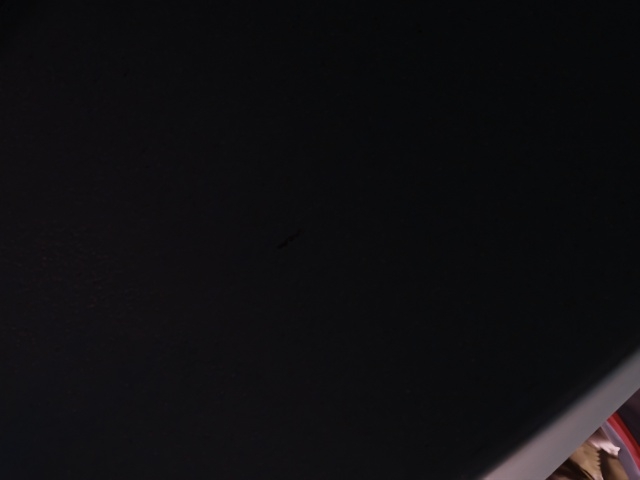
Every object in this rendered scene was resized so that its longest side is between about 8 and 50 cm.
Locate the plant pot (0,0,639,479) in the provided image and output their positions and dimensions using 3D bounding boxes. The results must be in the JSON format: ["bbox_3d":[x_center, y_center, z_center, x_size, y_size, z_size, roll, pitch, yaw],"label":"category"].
[{"bbox_3d":[0.000,0.000,0.437,0.165,0.234,0.166,42,160,11],"label":"plant pot"}]

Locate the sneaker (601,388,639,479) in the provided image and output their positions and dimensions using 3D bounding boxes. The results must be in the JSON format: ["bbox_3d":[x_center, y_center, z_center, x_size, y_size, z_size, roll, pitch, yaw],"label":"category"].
[{"bbox_3d":[0.103,0.027,0.560,0.158,0.061,0.065,45,145,-16],"label":"sneaker"}]

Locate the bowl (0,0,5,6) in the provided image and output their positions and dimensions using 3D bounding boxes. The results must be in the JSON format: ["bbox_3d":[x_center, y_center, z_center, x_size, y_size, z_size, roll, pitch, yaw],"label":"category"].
[{"bbox_3d":[-0.191,-0.171,0.522,0.391,0.077,0.391,22,127,32],"label":"bowl"}]
